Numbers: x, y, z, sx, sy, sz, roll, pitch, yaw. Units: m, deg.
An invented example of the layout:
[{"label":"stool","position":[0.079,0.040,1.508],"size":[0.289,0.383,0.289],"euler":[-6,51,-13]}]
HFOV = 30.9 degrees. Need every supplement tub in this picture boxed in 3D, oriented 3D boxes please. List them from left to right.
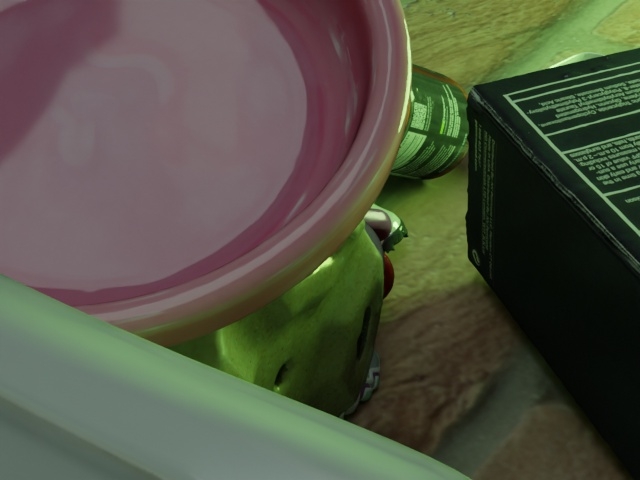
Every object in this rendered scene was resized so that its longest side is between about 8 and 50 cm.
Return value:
[{"label":"supplement tub","position":[0.051,-0.114,1.036],"size":[0.106,0.106,0.198],"euler":[23,9,34]}]

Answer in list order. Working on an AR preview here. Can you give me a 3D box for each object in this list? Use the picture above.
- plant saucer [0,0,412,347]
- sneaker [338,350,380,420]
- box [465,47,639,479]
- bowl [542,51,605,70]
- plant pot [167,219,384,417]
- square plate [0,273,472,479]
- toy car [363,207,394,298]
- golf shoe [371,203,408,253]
[{"label":"plant saucer","position":[-0.119,-0.077,0.624],"size":[0.332,0.084,0.332],"euler":[0,58,0]},{"label":"sneaker","position":[0.015,0.095,0.861],"size":[0.038,0.069,0.098],"euler":[14,41,24]},{"label":"box","position":[0.299,-0.004,0.856],"size":[0.296,0.183,0.294],"euler":[-14,37,-12]},{"label":"bowl","position":[0.267,-0.120,1.128],"size":[0.142,0.053,0.142],"euler":[-31,43,-30]},{"label":"plant pot","position":[-0.139,0.039,0.763],"size":[0.305,0.334,0.334],"euler":[21,44,24]},{"label":"square plate","position":[-0.162,0.180,0.412],"size":[0.344,0.049,0.347],"euler":[20,81,27]},{"label":"toy car","position":[0.000,0.000,0.934],"size":[0.136,0.159,0.182],"euler":[13,63,-40]},{"label":"golf shoe","position":[-0.016,-0.042,1.034],"size":[0.198,0.094,0.077],"euler":[17,41,26]}]
